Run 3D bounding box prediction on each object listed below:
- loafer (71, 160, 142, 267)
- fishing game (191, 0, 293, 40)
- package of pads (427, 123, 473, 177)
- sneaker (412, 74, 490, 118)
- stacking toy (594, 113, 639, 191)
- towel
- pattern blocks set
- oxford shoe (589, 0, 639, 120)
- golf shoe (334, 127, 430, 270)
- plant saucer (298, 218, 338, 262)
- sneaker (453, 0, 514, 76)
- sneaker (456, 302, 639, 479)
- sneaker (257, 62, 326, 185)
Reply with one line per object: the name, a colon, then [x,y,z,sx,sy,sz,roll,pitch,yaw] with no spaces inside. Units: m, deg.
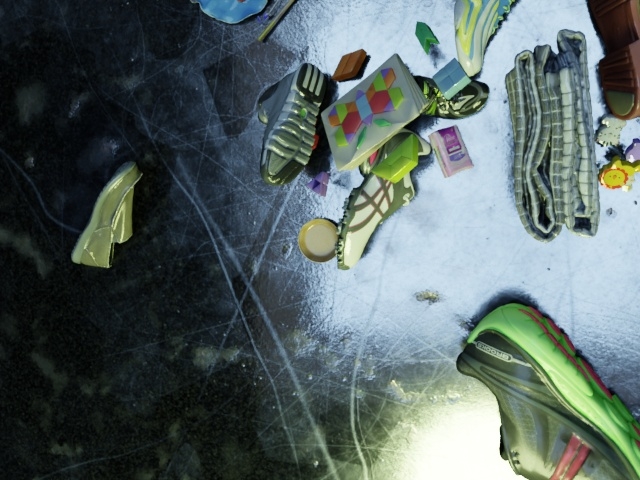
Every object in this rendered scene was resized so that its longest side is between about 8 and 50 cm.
loafer: [-0.410,-0.046,1.226,0.087,0.094,0.251,28,115,-15]
fishing game: [-0.164,-0.495,1.117,0.189,0.041,0.264,-42,85,14]
package of pads: [0.223,-0.153,1.052,0.050,0.032,0.083,-22,91,-16]
sneaker: [0.187,-0.241,1.033,0.188,0.078,0.067,5,99,14]
stacking toy: [0.524,-0.117,0.915,0.221,0.167,0.052,12,128,10]
towel: [0.345,-0.151,0.924,0.121,0.235,0.284,-5,96,22]
pattern blocks set: [0.079,-0.211,1.013,0.325,0.026,0.285,-46,49,19]
oxford shoe: [0.495,-0.365,0.928,0.130,0.123,0.348,-10,101,-3]
golf shoe: [0.100,-0.068,1.066,0.120,0.105,0.273,18,99,-1]
plant saucer: [0.000,0.000,1.149,0.083,0.015,0.084,2,98,15]
sneaker: [0.279,-0.389,0.983,0.126,0.091,0.240,0,97,15]
sneaker: [0.409,0.334,1.012,0.202,0.185,0.483,-41,74,24]
sneaker: [-0.073,-0.197,1.085,0.132,0.086,0.229,2,67,51]
